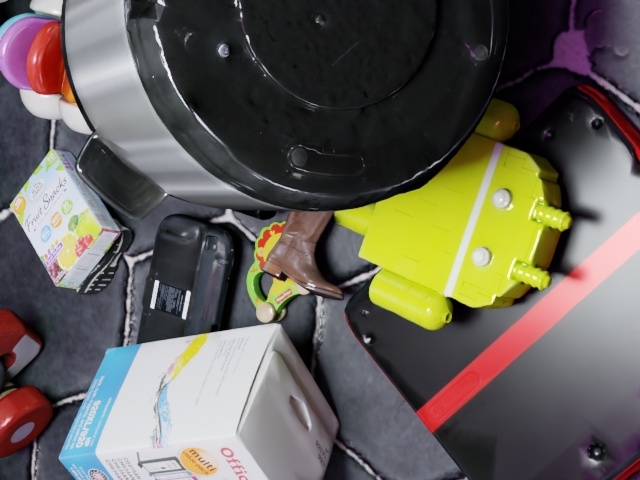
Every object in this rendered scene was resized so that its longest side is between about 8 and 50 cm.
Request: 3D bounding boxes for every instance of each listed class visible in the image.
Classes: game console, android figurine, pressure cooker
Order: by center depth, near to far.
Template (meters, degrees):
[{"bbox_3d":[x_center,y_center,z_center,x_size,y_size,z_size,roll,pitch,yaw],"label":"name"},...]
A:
[{"bbox_3d":[-0.055,-0.212,1.407,0.420,0.369,0.376,-176,79,-67],"label":"pressure cooker"},{"bbox_3d":[0.137,-0.031,1.500,0.273,0.056,0.248,26,100,37],"label":"android figurine"},{"bbox_3d":[0.247,0.084,1.508,0.386,0.060,0.342,-45,71,23],"label":"game console"},{"bbox_3d":[-0.156,-0.009,1.684,0.213,0.044,0.361,19,105,30],"label":"game console"}]

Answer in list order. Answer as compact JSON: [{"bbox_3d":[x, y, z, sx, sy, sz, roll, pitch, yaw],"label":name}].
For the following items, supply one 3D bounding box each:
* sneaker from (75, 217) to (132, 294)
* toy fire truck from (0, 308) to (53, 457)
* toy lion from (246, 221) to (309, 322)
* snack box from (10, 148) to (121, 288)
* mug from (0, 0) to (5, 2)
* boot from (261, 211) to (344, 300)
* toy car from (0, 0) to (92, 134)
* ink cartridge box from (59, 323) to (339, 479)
[{"bbox_3d":[-0.268,0.018,1.759,0.044,0.040,0.109,46,111,31],"label":"sneaker"},{"bbox_3d":[-0.476,0.196,1.733,0.302,0.254,0.169,-42,72,-6],"label":"toy fire truck"},{"bbox_3d":[-0.046,0.031,1.653,0.100,0.034,0.096,-37,74,26],"label":"toy lion"},{"bbox_3d":[-0.309,-0.026,1.747,0.100,0.037,0.141,-48,58,22],"label":"snack box"},{"bbox_3d":[-0.449,-0.376,1.622,0.328,0.374,0.276,-33,107,-8],"label":"mug"},{"bbox_3d":[0.000,0.000,1.604,0.106,0.037,0.114,23,81,17],"label":"boot"},{"bbox_3d":[-0.306,-0.212,1.674,0.182,0.136,0.159,22,108,39],"label":"toy car"},{"bbox_3d":[-0.129,0.219,1.606,0.232,0.168,0.171,-11,127,27],"label":"ink cartridge box"}]
